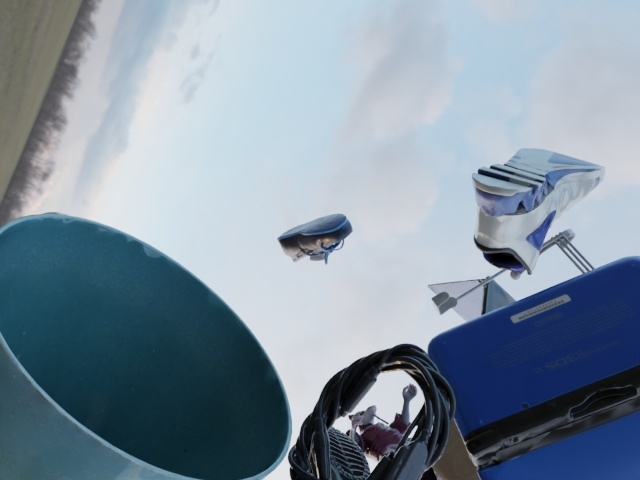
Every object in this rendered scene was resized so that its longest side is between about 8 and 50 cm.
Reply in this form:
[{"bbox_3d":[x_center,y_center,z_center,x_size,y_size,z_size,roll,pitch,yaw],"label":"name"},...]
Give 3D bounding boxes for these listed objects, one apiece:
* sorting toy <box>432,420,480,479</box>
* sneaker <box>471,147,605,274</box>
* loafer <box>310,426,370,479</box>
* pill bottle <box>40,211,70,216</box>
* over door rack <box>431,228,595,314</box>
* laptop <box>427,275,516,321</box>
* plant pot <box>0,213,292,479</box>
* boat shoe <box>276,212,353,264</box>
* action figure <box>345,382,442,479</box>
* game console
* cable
[{"bbox_3d":[0.331,0.445,1.236,0.208,0.038,0.193,-50,-146,0],"label":"sorting toy"},{"bbox_3d":[0.352,-0.048,0.960,0.127,0.315,0.182,30,-54,40],"label":"sneaker"},{"bbox_3d":[0.025,0.489,1.044,0.130,0.134,0.366,-52,-156,10],"label":"loafer"},{"bbox_3d":[-0.516,0.016,1.073,0.221,0.124,0.124,21,-91,63],"label":"pill bottle"},{"bbox_3d":[0.396,0.144,1.013,0.324,0.108,0.239,-26,-122,-10],"label":"over door rack"},{"bbox_3d":[0.447,0.295,1.348,0.236,0.382,0.408,-41,-168,36],"label":"laptop"},{"bbox_3d":[-0.196,0.146,0.478,0.195,0.290,0.290,-48,-147,11],"label":"plant pot"},{"bbox_3d":[0.000,0.000,1.240,0.109,0.089,0.258,-33,-169,-25],"label":"boat shoe"},{"bbox_3d":[0.199,0.554,1.456,0.370,0.248,0.276,13,-70,62],"label":"action figure"},{"bbox_3d":[0.307,0.194,0.630,0.293,0.173,0.250,-23,-147,6],"label":"game console"},{"bbox_3d":[0.048,0.182,0.539,0.150,0.047,0.184,5,-125,51],"label":"cable"}]
